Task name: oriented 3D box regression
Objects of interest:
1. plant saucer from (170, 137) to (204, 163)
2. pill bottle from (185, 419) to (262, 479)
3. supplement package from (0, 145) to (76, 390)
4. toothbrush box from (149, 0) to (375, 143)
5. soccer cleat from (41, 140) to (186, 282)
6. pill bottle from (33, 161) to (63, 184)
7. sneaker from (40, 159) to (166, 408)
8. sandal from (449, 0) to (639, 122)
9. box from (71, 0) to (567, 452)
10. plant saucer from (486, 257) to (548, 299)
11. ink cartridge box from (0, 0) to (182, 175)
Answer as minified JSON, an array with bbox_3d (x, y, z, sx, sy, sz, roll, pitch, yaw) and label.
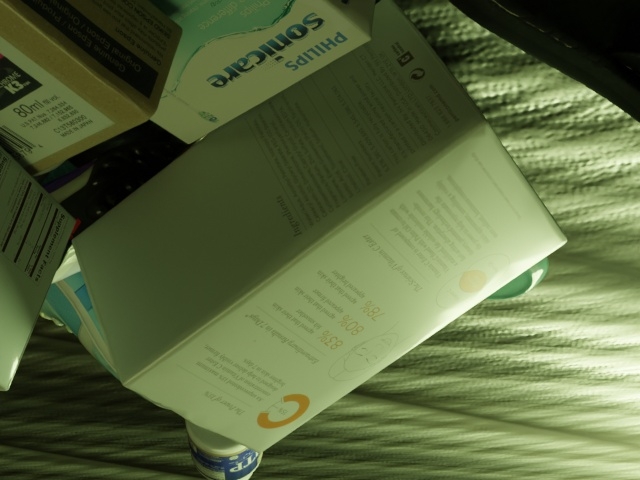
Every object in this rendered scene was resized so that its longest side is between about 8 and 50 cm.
[{"bbox_3d":[-0.108,-0.036,1.033,0.029,0.168,0.168,20,156,31],"label":"plant saucer"},{"bbox_3d":[-0.140,0.297,1.568,0.112,0.112,0.186,5,147,1],"label":"pill bottle"},{"bbox_3d":[-0.324,-0.006,0.733,0.194,0.149,0.203,-2,146,26],"label":"supplement package"},{"bbox_3d":[-0.130,-0.223,0.762,0.296,0.126,0.216,32,141,-33],"label":"toothbrush box"},{"bbox_3d":[-0.243,-0.017,1.010,0.116,0.318,0.108,-2,111,48],"label":"soccer cleat"},{"bbox_3d":[-0.262,-0.132,0.928,0.121,0.121,0.216,17,145,-17],"label":"pill bottle"},{"bbox_3d":[-0.263,0.064,1.157,0.319,0.127,0.208,54,141,-3],"label":"sneaker"},{"bbox_3d":[0.287,-0.150,0.760,0.446,0.167,0.107,19,163,-18],"label":"sandal"},{"bbox_3d":[0.000,0.000,0.906,0.345,0.168,0.215,-36,143,9],"label":"box"},{"bbox_3d":[0.201,0.038,1.205,0.119,0.021,0.119,4,147,3],"label":"plant saucer"},{"bbox_3d":[-0.247,-0.133,0.729,0.235,0.088,0.193,-18,138,40],"label":"ink cartridge box"}]
